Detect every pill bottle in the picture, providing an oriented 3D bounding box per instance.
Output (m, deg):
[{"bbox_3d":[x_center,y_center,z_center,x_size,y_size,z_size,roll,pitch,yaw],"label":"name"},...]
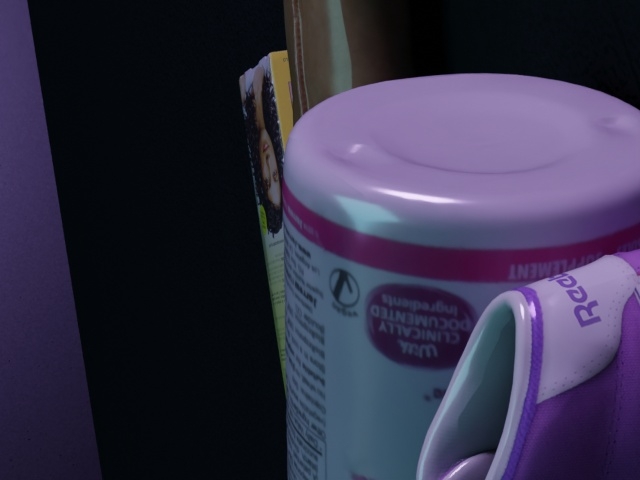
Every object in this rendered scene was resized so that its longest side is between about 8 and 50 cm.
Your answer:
[{"bbox_3d":[0.065,0.084,0.828,0.160,0.160,0.283,-128,34,-61],"label":"pill bottle"}]

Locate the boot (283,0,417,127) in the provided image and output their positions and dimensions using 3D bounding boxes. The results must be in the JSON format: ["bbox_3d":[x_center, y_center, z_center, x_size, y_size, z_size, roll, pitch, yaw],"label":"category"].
[{"bbox_3d":[0.027,-0.125,1.016,0.236,0.089,0.269,-122,27,-77],"label":"boot"}]

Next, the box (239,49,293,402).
[{"bbox_3d":[0.000,0.000,1.200,0.087,0.058,0.232,155,106,-73],"label":"box"}]

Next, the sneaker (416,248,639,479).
[{"bbox_3d":[0.108,0.140,0.715,0.102,0.161,0.282,-149,52,-68],"label":"sneaker"}]
